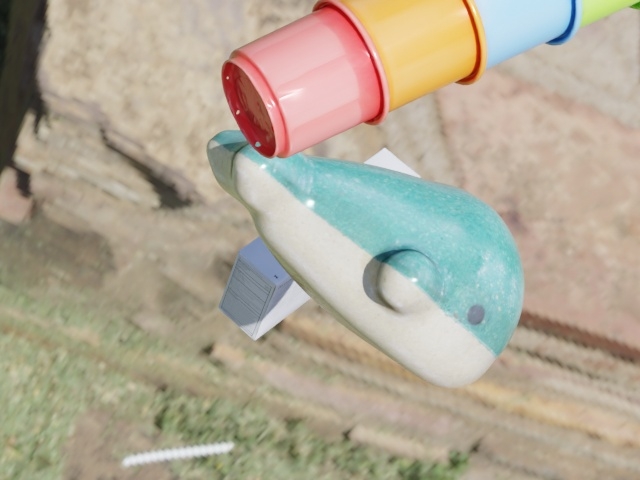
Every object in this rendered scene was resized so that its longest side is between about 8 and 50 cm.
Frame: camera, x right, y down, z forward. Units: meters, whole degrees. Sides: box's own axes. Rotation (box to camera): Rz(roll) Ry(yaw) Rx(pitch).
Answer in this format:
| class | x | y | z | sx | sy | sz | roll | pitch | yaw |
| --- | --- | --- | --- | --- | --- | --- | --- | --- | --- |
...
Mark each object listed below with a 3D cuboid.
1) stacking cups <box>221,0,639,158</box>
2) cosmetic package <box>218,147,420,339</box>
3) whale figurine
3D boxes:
| class | x | y | z | sx | sy | sz | roll | pitch | yaw |
| --- | --- | --- | --- | --- | --- | --- | --- | --- | --- |
| stacking cups | 0.092 | -0.137 | 0.931 | 0.316 | 0.096 | 0.096 | -25 | 74 | -16 |
| cosmetic package | 0.000 | 0.000 | 1.749 | 0.060 | 0.099 | 0.239 | 42 | 50 | 15 |
| whale figurine | 0.042 | -0.008 | 1.261 | 0.272 | 0.216 | 0.141 | 41 | 86 | -21 |
